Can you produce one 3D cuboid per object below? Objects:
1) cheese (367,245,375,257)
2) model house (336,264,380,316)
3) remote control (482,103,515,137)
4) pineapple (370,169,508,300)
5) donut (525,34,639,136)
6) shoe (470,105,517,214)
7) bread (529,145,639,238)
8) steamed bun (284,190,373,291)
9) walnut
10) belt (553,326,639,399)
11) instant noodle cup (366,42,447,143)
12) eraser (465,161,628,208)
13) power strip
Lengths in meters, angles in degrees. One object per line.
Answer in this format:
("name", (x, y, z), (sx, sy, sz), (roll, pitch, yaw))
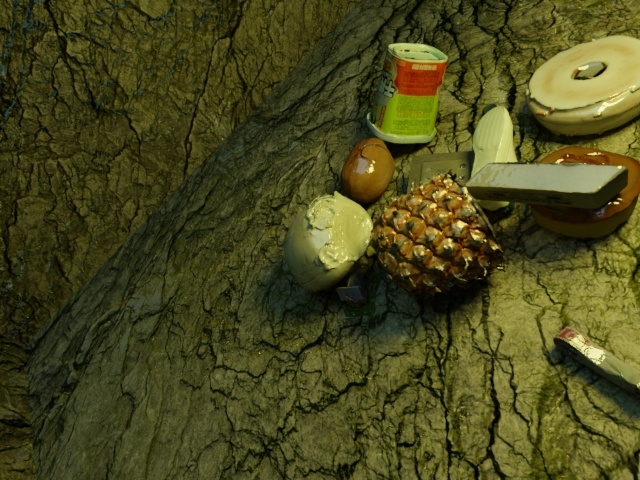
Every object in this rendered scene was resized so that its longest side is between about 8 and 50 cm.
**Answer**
("cheese", (0.200, 0.040, 1.429), (0.083, 0.030, 0.044), (5, 79, 35))
("model house", (0.120, 0.155, 1.341), (0.117, 0.088, 0.167), (-6, 51, 35))
("remote control", (0.646, -0.430, 1.493), (0.072, 0.042, 0.222), (-24, 43, 22))
("pineapple", (0.319, 0.004, 1.147), (0.300, 0.352, 0.352), (-34, 40, 18))
("donut", (0.861, -0.484, 1.300), (0.382, 0.142, 0.383), (-20, 45, 21))
("shoe", (0.569, -0.249, 1.287), (0.132, 0.160, 0.363), (-21, 48, 57))
("bread", (0.704, -0.135, 1.105), (0.270, 0.148, 0.270), (-18, 49, 22))
("steamed bun", (0.000, 0.000, 1.403), (0.312, 0.233, 0.334), (-36, 16, 42))
("walnut", (0.186, -0.286, 1.602), (0.203, 0.203, 0.298), (0, 62, 37))
("belt", (0.617, 0.268, 0.875), (0.053, 0.071, 0.232), (-40, 40, -9))
("instant noodle cup", (0.340, -0.575, 1.584), (0.294, 0.308, 0.294), (3, 40, -3))
("eraser", (0.557, -0.140, 1.036), (0.352, 0.111, 0.077), (10, 78, 40))
("power strip", (0.430, -0.186, 1.404), (0.257, 0.092, 0.251), (2, 54, 23))
